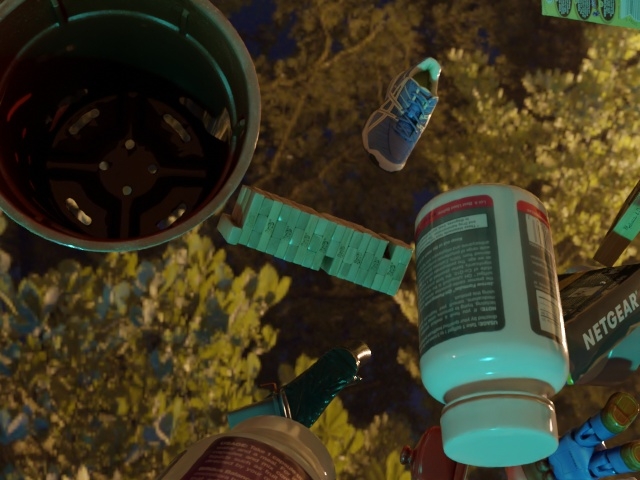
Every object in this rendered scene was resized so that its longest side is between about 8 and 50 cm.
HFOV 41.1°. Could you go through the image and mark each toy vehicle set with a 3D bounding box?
[{"bbox_3d":[0.546,-0.089,1.406,0.035,0.267,0.166,32,-126,12],"label":"toy vehicle set"}]

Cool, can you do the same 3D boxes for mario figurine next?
[{"bbox_3d":[0.461,0.371,1.519,0.170,0.320,0.198,23,-126,-19],"label":"mario figurine"}]

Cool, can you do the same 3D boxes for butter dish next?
[{"bbox_3d":[0.195,0.386,1.480,0.118,0.160,0.160,14,-115,12],"label":"butter dish"}]

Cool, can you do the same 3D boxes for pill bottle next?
[{"bbox_3d":[-0.082,0.262,0.702,0.169,0.169,0.301,15,-163,13],"label":"pill bottle"},{"bbox_3d":[0.208,0.103,1.049,0.176,0.176,0.318,5,-123,-5],"label":"pill bottle"}]

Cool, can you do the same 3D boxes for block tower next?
[{"bbox_3d":[0.000,0.000,1.463,0.335,0.097,0.091,17,-172,-22],"label":"block tower"}]

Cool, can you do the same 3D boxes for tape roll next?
[{"bbox_3d":[0.501,0.157,1.573,0.072,0.219,0.219,6,-152,-20],"label":"tape roll"}]

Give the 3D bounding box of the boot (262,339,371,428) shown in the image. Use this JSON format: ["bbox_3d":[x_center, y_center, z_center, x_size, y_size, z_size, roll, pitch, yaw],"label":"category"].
[{"bbox_3d":[-0.010,0.286,1.625,0.094,0.246,0.207,48,-176,10],"label":"boot"}]

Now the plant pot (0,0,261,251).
[{"bbox_3d":[-0.211,-0.106,0.906,0.272,0.272,0.265,3,172,-9],"label":"plant pot"}]

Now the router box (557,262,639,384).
[{"bbox_3d":[0.359,0.133,1.358,0.309,0.081,0.243,-25,-172,-41],"label":"router box"}]

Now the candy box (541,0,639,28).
[{"bbox_3d":[0.367,-0.293,1.017,0.109,0.053,0.187,-19,-154,-25],"label":"candy box"}]

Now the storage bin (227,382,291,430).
[{"bbox_3d":[-0.095,0.279,1.347,0.091,0.098,0.135,-13,172,-3],"label":"storage bin"}]

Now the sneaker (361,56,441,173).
[{"bbox_3d":[0.121,-0.189,1.251,0.080,0.081,0.211,29,-125,-15],"label":"sneaker"}]
